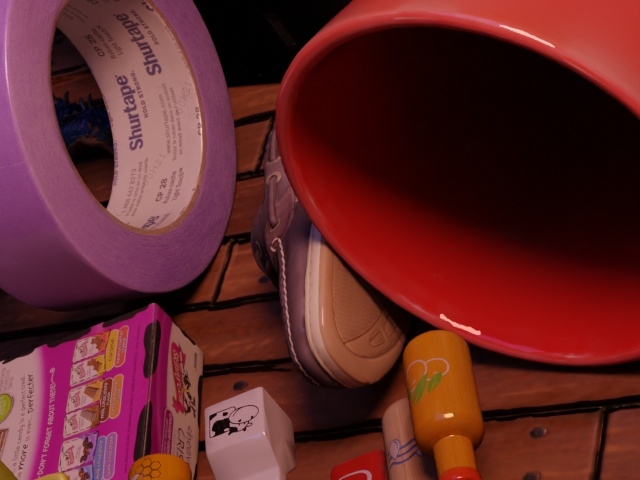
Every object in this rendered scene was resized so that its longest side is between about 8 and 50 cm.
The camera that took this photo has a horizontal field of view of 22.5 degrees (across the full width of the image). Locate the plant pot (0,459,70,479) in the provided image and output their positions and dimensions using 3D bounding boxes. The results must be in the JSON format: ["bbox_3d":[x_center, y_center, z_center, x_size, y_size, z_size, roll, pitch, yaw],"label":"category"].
[{"bbox_3d":[-0.248,0.247,0.932,0.227,0.207,0.228,-23,68,19],"label":"plant pot"}]

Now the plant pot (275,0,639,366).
[{"bbox_3d":[0.147,-0.100,0.977,0.275,0.275,0.243,0,42,37],"label":"plant pot"}]

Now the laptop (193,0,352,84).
[{"bbox_3d":[-0.151,-0.334,1.306,0.407,0.382,0.236,0,53,37],"label":"laptop"}]

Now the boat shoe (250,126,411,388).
[{"bbox_3d":[0.000,0.000,1.103,0.092,0.103,0.285,-25,37,23],"label":"boat shoe"}]

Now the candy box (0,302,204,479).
[{"bbox_3d":[-0.198,0.157,1.120,0.233,0.071,0.159,-20,43,20],"label":"candy box"}]

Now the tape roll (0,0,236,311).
[{"bbox_3d":[-0.171,-0.090,1.174,0.090,0.275,0.275,-10,47,28],"label":"tape roll"}]

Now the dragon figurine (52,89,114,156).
[{"bbox_3d":[-0.298,-0.076,1.318,0.085,0.289,0.144,-7,75,59],"label":"dragon figurine"}]

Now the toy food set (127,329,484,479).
[{"bbox_3d":[-0.002,0.154,0.941,0.232,0.111,0.105,-22,42,15],"label":"toy food set"}]
